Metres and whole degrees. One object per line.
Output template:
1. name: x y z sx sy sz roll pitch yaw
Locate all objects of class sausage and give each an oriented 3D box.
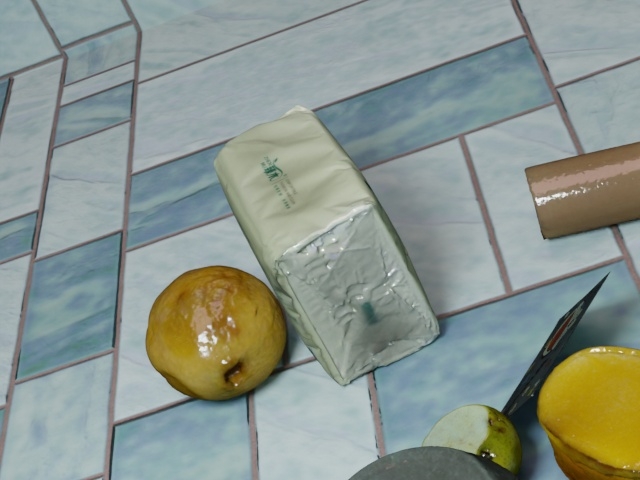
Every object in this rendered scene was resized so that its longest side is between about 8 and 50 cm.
1. sausage: 0.458 -0.085 2.085 0.253 0.123 0.123 -13 37 15

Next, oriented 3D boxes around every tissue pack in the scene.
1. tissue pack: 0.000 0.000 2.097 0.207 0.297 0.380 -29 37 -2

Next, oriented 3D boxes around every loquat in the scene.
1. loquat: -0.166 0.145 2.095 0.238 0.193 0.238 -24 32 16

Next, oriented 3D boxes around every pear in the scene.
1. pear: 0.208 0.293 1.762 0.141 0.104 0.141 -39 22 19

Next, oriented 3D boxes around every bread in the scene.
1. bread: 0.399 0.242 1.672 0.195 0.142 0.270 -48 37 -15

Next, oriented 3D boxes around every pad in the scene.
1. pad: 0.317 0.159 1.845 0.006 0.170 0.245 38 58 4

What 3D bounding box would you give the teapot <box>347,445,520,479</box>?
1. teapot: 0.169 0.402 1.432 0.300 0.344 0.253 -18 37 9
